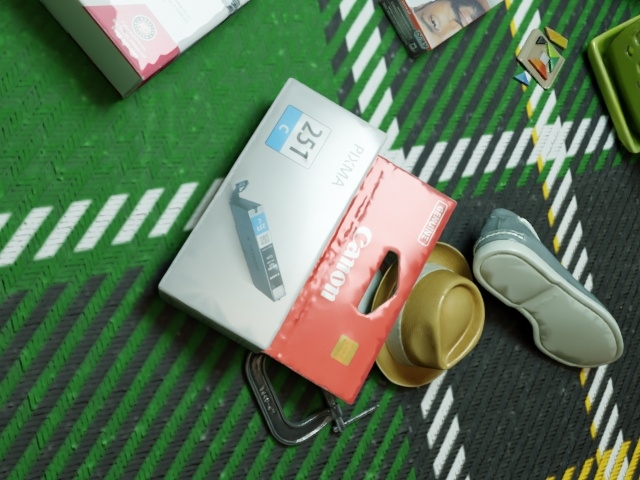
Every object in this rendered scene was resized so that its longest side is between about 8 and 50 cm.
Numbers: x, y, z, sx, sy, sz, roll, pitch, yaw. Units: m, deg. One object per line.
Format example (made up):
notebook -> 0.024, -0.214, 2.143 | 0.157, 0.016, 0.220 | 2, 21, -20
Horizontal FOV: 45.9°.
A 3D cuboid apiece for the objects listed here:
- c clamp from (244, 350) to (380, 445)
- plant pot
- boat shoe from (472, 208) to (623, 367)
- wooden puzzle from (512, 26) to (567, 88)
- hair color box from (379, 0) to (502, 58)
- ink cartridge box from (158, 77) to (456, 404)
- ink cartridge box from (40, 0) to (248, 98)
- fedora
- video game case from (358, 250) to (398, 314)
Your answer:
c clamp -> -0.017, 0.176, 0.927 | 0.137, 0.022, 0.160 | -32, 102, -21
plant pot -> 0.563, -0.266, 1.162 | 0.228, 0.207, 0.227 | -30, 100, -27
boat shoe -> 0.325, 0.071, 1.063 | 0.319, 0.116, 0.099 | 39, 40, -29
wooden puzzle -> 0.339, -0.279, 1.153 | 0.079, 0.014, 0.116 | 32, 72, -22
hair color box -> 0.173, -0.335, 1.049 | 0.167, 0.053, 0.093 | -38, 104, -24
ink cartridge box -> 0.000, 0.000, 0.880 | 0.261, 0.066, 0.296 | 31, 74, -4
ink cartridge box -> -0.175, -0.301, 0.835 | 0.237, 0.100, 0.172 | -45, 106, -22
fedora -> 0.151, 0.100, 0.965 | 0.194, 0.079, 0.194 | -7, 102, -33
video game case -> 0.043, 0.019, 0.968 | 0.183, 0.023, 0.201 | -34, 102, -26
